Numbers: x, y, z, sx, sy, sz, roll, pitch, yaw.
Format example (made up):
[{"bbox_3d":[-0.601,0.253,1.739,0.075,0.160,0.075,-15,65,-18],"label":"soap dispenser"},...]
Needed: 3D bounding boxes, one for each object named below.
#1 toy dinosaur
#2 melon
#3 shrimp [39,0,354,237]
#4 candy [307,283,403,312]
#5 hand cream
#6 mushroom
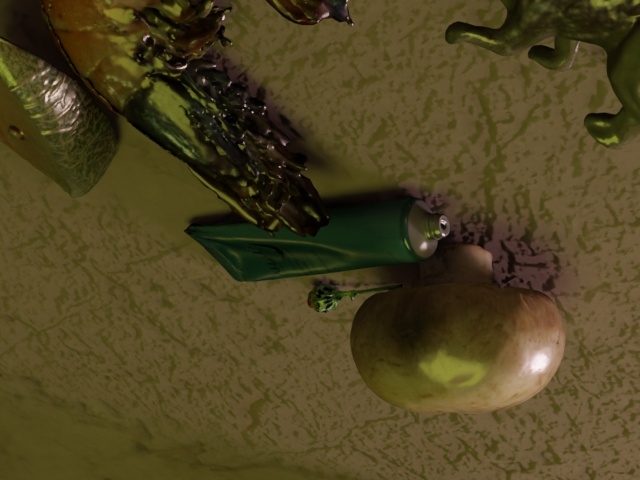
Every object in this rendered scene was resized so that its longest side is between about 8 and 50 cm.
[{"bbox_3d":[0.183,-0.136,0.902,0.294,0.077,0.162,15,145,-1],"label":"toy dinosaur"},{"bbox_3d":[-0.201,-0.093,1.083,0.098,0.054,0.182,28,164,3],"label":"melon"},{"bbox_3d":[-0.051,-0.112,1.030,0.222,0.054,0.290,-17,127,36],"label":"shrimp"},{"bbox_3d":[0.029,0.045,1.259,0.083,0.025,0.023,-8,-177,15],"label":"candy"},{"bbox_3d":[0.000,0.000,1.191,0.224,0.048,0.083,-8,142,35],"label":"hand cream"},{"bbox_3d":[0.108,0.072,1.182,0.166,0.127,0.166,4,167,1],"label":"mushroom"}]
